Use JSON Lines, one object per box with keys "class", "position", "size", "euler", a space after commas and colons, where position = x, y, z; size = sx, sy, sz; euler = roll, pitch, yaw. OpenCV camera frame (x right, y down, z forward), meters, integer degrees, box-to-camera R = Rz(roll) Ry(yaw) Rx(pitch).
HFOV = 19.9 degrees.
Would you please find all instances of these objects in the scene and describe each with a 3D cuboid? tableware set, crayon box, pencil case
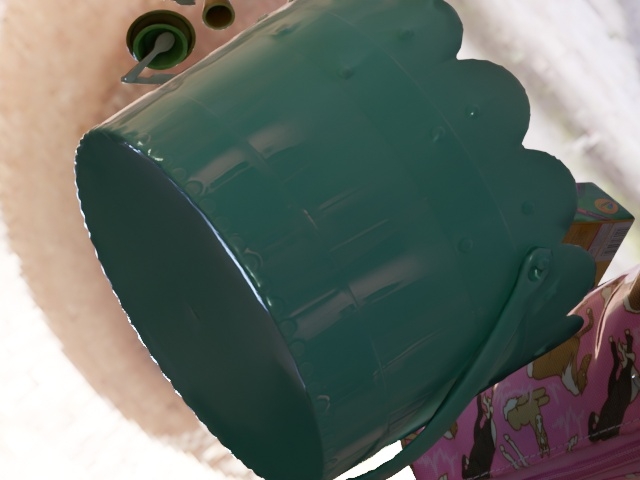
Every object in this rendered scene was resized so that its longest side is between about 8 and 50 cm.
{"class": "tableware set", "position": [-0.088, -0.106, 1.276], "size": [0.024, 0.104, 0.154], "euler": [-101, 17, -50]}
{"class": "crayon box", "position": [0.229, 0.068, 2.101], "size": [0.165, 0.278, 0.081], "euler": [-3, -143, -48]}
{"class": "pencil case", "position": [0.198, 0.098, 1.174], "size": [0.386, 0.167, 0.160], "euler": [146, 121, -61]}

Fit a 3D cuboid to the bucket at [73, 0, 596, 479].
{"class": "bucket", "position": [0.000, 0.000, 1.046], "size": [0.281, 0.183, 0.281], "euler": [46, 156, 28]}
